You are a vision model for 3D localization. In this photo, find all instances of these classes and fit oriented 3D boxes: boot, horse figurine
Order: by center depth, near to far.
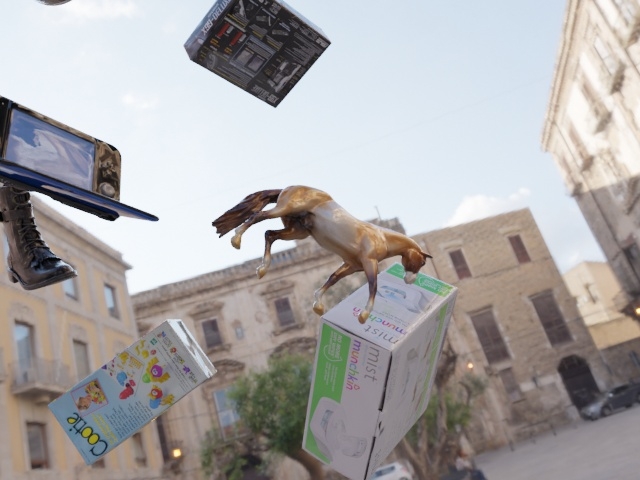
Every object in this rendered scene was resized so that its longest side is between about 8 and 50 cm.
[{"bbox_3d":[0.000,0.000,0.775,0.174,0.263,0.066,-54,-11,-40],"label":"horse figurine"},{"bbox_3d":[-0.626,-0.020,1.334,0.263,0.228,0.091,5,17,39],"label":"boot"}]

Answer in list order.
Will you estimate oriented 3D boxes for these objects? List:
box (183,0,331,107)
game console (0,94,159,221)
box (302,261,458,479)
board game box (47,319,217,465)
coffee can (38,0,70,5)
[{"bbox_3d":[-0.157,-0.507,1.618,0.308,0.076,0.242,20,-57,-46],"label":"box"},{"bbox_3d":[-0.446,-0.149,1.106,0.173,0.250,0.293,-28,-35,32],"label":"game console"},{"bbox_3d":[0.096,0.205,0.993,0.231,0.127,0.261,-30,-44,-49],"label":"box"},{"bbox_3d":[-0.368,0.296,1.259,0.275,0.144,0.142,-35,-4,-6],"label":"board game box"},{"bbox_3d":[-0.634,-0.620,1.293,0.202,0.201,0.275,-22,3,12],"label":"coffee can"}]
